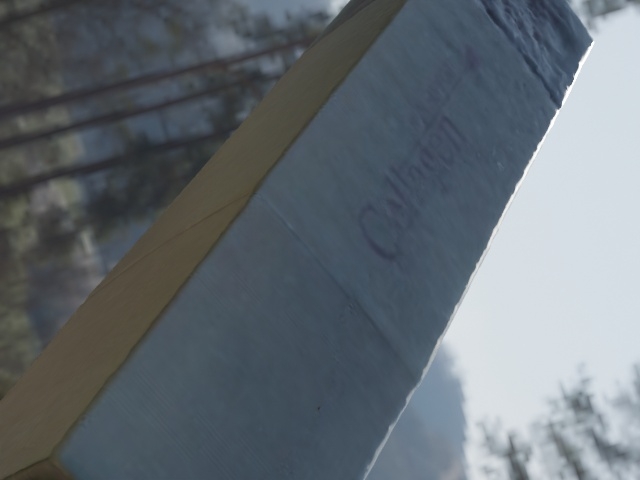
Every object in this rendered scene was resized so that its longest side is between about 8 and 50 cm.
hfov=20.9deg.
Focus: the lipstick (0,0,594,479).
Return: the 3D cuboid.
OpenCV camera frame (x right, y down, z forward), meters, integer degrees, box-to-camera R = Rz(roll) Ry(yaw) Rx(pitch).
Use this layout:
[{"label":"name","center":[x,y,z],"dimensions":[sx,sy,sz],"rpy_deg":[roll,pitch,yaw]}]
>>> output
[{"label":"lipstick","center":[0.000,0.000,0.540],"dimensions":[0.076,0.080,0.371],"rpy_deg":[51,33,-12]}]
